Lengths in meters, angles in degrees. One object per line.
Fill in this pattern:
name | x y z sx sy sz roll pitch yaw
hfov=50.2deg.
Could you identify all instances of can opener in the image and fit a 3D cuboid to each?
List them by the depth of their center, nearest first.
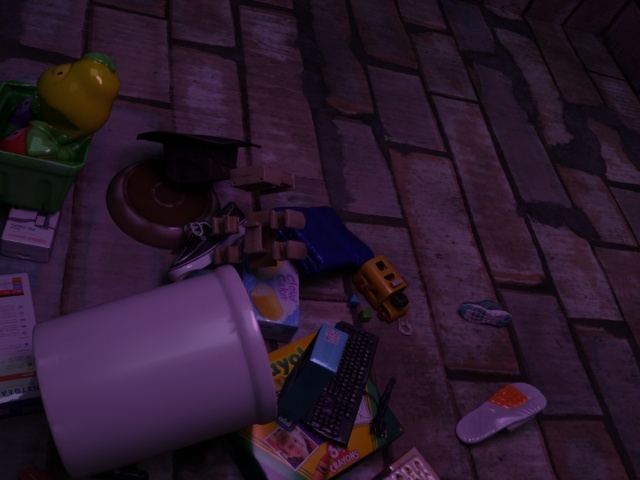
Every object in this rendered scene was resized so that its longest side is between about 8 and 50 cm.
can opener | -0.434 0.462 1.361 0.186 0.059 0.073 20 48 -11

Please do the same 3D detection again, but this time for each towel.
towel | 0.000 0.000 1.872 0.227 0.076 0.308 47 23 20

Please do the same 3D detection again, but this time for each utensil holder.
utensil holder | -0.317 0.254 1.327 0.386 0.327 0.327 -16 61 -15

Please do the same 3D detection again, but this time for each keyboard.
keyboard | 0.087 0.340 1.593 0.202 0.033 0.317 27 45 -4

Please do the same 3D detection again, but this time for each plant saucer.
plant saucer | -0.416 -0.114 1.848 0.311 0.050 0.310 13 48 -15

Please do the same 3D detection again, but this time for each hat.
hat | -0.326 -0.213 1.831 0.332 0.331 0.133 2 96 -25

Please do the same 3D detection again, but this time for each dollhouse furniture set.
dollhouse furniture set | -0.138 -0.053 1.706 0.161 0.212 0.241 10 76 -65

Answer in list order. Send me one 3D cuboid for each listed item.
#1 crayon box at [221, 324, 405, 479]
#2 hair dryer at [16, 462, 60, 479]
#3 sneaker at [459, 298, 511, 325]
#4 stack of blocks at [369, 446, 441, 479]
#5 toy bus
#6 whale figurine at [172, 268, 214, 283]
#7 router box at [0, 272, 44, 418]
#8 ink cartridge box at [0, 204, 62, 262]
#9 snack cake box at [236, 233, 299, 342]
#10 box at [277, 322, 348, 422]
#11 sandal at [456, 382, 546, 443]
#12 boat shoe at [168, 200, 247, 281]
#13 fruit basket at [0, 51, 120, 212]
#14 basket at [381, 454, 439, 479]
crayon box | -0.039 0.401 1.571 0.363 0.106 0.313 -20 64 -36
hair dryer | -0.512 0.547 1.240 0.224 0.080 0.293 1 53 -24
sneaker | 0.481 0.205 2.028 0.167 0.065 0.076 15 32 -19
stack of blocks | 0.231 0.620 1.482 0.087 0.171 0.297 -25 68 -38
toy bus | 0.188 0.138 1.898 0.202 0.104 0.190 18 48 -12
whale figurine | -0.281 0.190 1.572 0.216 0.141 0.272 55 46 -32
router box | -0.752 0.225 1.382 0.336 0.082 0.301 -5 56 -29
ink cartridge box | -0.690 -0.031 1.634 0.109 0.063 0.150 12 49 -17
snack cake box | -0.138 0.121 1.764 0.152 0.089 0.264 11 50 -17
box | -0.023 0.283 1.435 0.060 0.244 0.100 26 46 -4
sandal | 0.468 0.464 1.800 0.265 0.076 0.102 -23 49 -15
boat shoe | -0.295 -0.007 1.752 0.306 0.113 0.104 -43 109 -43
fruit basket | -0.643 -0.298 1.627 0.283 0.392 0.392 12 49 -17
basket | 0.128 0.648 1.310 0.266 0.328 0.331 -23 66 -42
